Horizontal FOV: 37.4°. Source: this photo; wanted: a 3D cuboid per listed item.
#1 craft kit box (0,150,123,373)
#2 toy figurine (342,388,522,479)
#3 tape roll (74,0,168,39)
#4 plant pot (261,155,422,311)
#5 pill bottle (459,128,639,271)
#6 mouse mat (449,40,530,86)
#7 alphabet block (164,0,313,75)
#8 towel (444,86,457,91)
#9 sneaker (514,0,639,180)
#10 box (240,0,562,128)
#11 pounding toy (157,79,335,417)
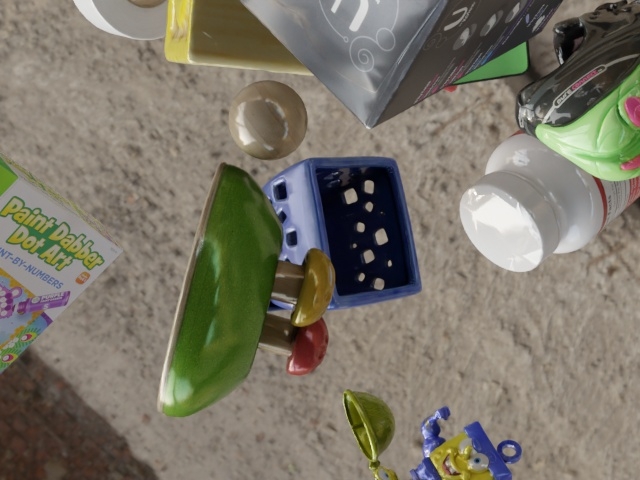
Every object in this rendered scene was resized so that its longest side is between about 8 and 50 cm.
[{"bbox_3d":[-0.328,0.036,0.802,0.246,0.250,0.061,-48,60,-2],"label":"craft kit box"},{"bbox_3d":[0.199,0.353,1.445,0.217,0.362,0.191,-25,132,-4],"label":"toy figurine"},{"bbox_3d":[-0.392,-0.573,2.015,0.100,0.286,0.286,22,130,47],"label":"tape roll"},{"bbox_3d":[0.000,0.000,1.535,0.212,0.236,0.236,-14,83,41],"label":"plant pot"},{"bbox_3d":[0.441,-0.124,1.665,0.229,0.408,0.229,37,147,29],"label":"pill bottle"},{"bbox_3d":[0.174,-0.279,1.242,0.190,0.007,0.152,-8,109,8],"label":"mouse mat"},{"bbox_3d":[-0.053,-0.277,1.011,0.197,0.192,0.193,3,99,-16],"label":"alphabet block"},{"bbox_3d":[0.285,-0.381,1.666,0.031,0.199,0.275,42,107,16],"label":"towel"},{"bbox_3d":[0.414,-0.265,1.215,0.202,0.483,0.185,24,138,33],"label":"sneaker"},{"bbox_3d":[0.095,-0.235,0.779,0.165,0.270,0.143,46,140,12],"label":"box"},{"bbox_3d":[-0.034,0.019,0.677,0.110,0.183,0.237,15,86,-4],"label":"pounding toy"}]
